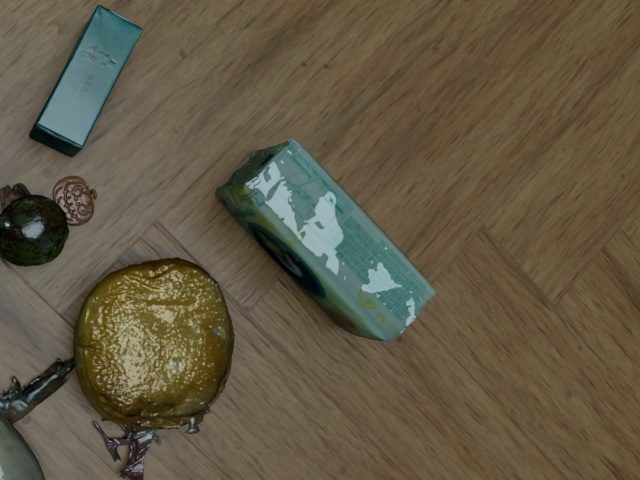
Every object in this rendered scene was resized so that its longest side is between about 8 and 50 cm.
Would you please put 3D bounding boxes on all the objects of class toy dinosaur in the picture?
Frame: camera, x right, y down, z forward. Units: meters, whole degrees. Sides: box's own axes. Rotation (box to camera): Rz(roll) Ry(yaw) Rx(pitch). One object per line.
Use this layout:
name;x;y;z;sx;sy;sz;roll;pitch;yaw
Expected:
toy dinosaur;-0.350;0.363;1.883;0.108;0.032;0.220;-18;83;-17

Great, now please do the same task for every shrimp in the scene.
shrimp;-0.537;0.230;1.817;0.195;0.035;0.148;-37;99;-16

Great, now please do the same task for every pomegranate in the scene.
pomegranate;-0.504;-0.032;1.798;0.125;0.138;0.163;2;55;-12

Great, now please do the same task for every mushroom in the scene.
mushroom;-0.538;0.419;1.759;0.128;0.128;0.350;-30;102;-20

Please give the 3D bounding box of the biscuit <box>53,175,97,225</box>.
biscuit;-0.446;-0.074;1.875;0.078;0.015;0.091;-22;96;-21

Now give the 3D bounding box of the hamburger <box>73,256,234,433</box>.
hamburger;-0.293;0.191;1.839;0.289;0.170;0.314;-1;85;-19

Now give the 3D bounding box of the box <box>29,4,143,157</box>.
box;-0.419;-0.279;1.822;0.092;0.153;0.245;27;80;-18

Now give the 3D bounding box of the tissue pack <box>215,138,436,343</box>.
tissue pack;0.000;0.000;1.903;0.162;0.287;0.388;-45;103;-11
